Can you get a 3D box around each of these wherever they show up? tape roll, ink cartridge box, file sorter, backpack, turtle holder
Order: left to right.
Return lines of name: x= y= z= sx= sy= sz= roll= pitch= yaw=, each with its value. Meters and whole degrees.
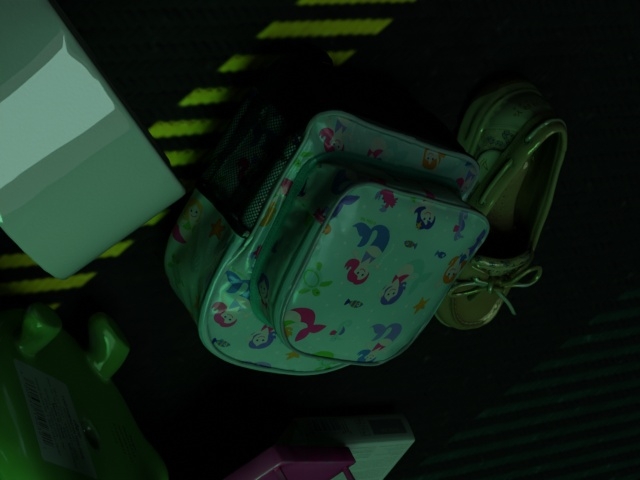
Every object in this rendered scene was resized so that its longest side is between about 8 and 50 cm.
tape roll: x=-0.202 y=-0.116 z=0.892 sx=0.100 sy=0.286 sz=0.286 roll=-36 pitch=137 yaw=-3
turtle holder: x=-0.252 y=0.187 z=1.183 sx=0.227 sy=0.320 sz=0.243 roll=-27 pitch=94 yaw=8
file sorter: x=-0.079 y=0.348 z=1.358 sx=0.290 sy=0.182 sz=0.202 roll=-35 pitch=161 yaw=13
ink cartridge box: x=-0.001 y=0.252 z=1.526 sx=0.145 sy=0.045 sz=0.179 roll=2 pitch=140 yaw=-35
backpack: x=0.000 y=0.000 z=1.205 sx=0.225 sy=0.191 sz=0.253 roll=15 pitch=121 yaw=-42

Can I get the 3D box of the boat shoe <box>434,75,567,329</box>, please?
boat shoe: x=0.165 y=-0.015 z=1.361 sx=0.104 sy=0.089 sz=0.285 roll=-14 pitch=132 yaw=-24
